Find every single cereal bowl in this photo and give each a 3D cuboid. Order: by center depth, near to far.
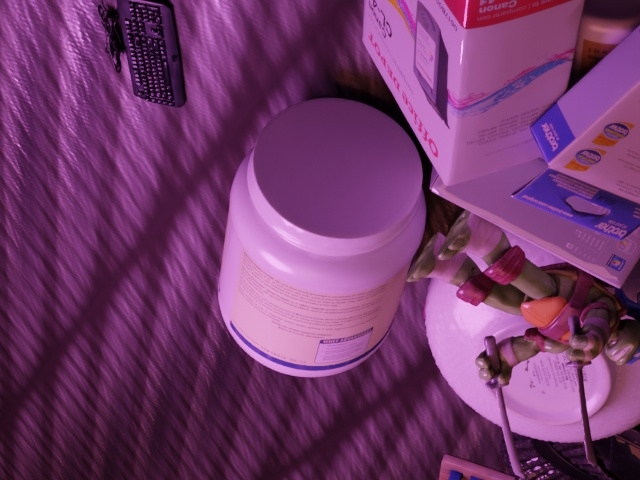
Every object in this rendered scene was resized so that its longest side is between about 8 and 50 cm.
[{"bbox_3d":[0.282,0.119,1.899,0.339,0.141,0.339,10,126,14],"label":"cereal bowl"}]

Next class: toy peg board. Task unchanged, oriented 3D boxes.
[{"bbox_3d":[0.260,0.439,2.525,0.161,0.079,0.160,17,147,11],"label":"toy peg board"}]

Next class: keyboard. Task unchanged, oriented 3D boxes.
[{"bbox_3d":[-0.225,-0.228,1.923,0.100,0.038,0.192,16,146,14],"label":"keyboard"}]

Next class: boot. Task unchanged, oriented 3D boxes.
[{"bbox_3d":[0.444,0.316,2.168,0.348,0.131,0.260,36,141,2],"label":"boot"}]

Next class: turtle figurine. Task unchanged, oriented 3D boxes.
[{"bbox_3d":[0.217,0.107,1.700,0.266,0.274,0.198,35,-175,-6],"label":"turtle figurine"}]

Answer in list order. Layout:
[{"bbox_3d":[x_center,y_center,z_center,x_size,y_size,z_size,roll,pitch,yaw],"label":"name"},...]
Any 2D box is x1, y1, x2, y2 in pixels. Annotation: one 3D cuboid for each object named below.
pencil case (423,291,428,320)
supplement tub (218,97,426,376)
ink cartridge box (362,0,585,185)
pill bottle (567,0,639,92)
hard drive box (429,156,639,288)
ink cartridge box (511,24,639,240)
[{"bbox_3d":[0.238,0.105,2.051,0.209,0.095,0.098,24,168,5],"label":"pencil case"},{"bbox_3d":[0.000,0.000,1.917,0.235,0.235,0.325,22,148,5],"label":"supplement tub"},{"bbox_3d":[0.140,-0.235,1.477,0.131,0.226,0.306,-17,147,-14],"label":"ink cartridge box"},{"bbox_3d":[0.283,-0.181,1.560,0.131,0.131,0.229,15,147,15],"label":"pill bottle"},{"bbox_3d":[0.242,-0.065,1.698,0.232,0.181,0.089,26,111,-4],"label":"hard drive box"},{"bbox_3d":[0.335,-0.132,1.483,0.186,0.065,0.311,17,128,-41],"label":"ink cartridge box"}]
